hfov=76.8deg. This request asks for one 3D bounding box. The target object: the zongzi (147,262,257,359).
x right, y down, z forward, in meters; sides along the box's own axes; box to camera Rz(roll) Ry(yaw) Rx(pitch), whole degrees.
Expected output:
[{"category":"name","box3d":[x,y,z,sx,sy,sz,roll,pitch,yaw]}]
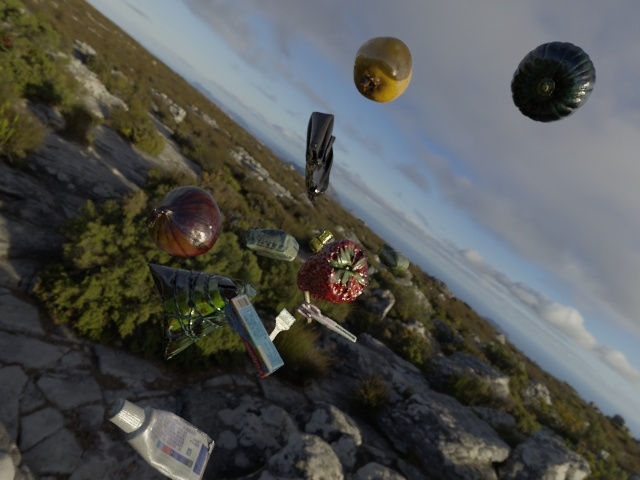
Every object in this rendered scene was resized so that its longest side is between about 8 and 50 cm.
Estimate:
[{"category":"zongzi","box3d":[-0.470,0.186,1.504,0.362,0.384,0.319,60,-6,12]}]

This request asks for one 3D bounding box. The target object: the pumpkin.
[{"category":"pumpkin","box3d":[0.602,-0.409,1.055,0.202,0.202,0.140,40,52,17]}]

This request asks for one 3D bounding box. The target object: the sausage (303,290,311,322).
[{"category":"sausage","box3d":[-0.050,0.259,1.573,0.024,0.132,0.024,-6,13,1]}]

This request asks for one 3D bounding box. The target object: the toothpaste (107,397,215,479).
[{"category":"toothpaste","box3d":[-0.325,0.413,0.843,0.069,0.099,0.282,12,-36,46]}]

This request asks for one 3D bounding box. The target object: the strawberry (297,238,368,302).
[{"category":"strawberry","box3d":[0.054,0.132,1.687,0.261,0.261,0.258,34,-27,-23]}]

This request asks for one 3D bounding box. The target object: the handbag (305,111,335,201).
[{"category":"handbag","box3d":[-0.009,-0.324,1.589,0.114,0.285,0.256,9,51,2]}]

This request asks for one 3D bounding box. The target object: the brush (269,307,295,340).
[{"category":"brush","box3d":[-0.183,0.370,1.594,0.011,0.205,0.083,10,-35,51]}]

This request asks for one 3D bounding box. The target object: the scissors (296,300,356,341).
[{"category":"scissors","box3d":[0.018,0.214,1.054,0.176,0.022,0.085,33,-33,-3]}]

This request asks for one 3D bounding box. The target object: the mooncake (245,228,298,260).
[{"category":"mooncake","box3d":[-0.240,0.017,2.112,0.255,0.136,0.250,12,-10,13]}]

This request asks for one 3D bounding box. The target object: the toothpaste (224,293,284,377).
[{"category":"toothpaste","box3d":[-0.163,0.230,0.965,0.044,0.070,0.193,-18,69,-42]}]

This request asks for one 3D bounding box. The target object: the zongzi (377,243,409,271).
[{"category":"zongzi","box3d":[0.211,0.065,1.072,0.104,0.052,0.113,28,11,-27]}]

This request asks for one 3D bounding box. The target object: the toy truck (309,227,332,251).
[{"category":"toy truck","box3d":[0.000,0.000,1.397,0.049,0.083,0.054,46,-10,4]}]

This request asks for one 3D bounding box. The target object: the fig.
[{"category":"fig","box3d":[-0.434,-0.061,1.297,0.235,0.235,0.214,40,-31,17]}]

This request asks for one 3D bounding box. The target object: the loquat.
[{"category":"loquat","box3d":[0.205,-0.569,1.343,0.208,0.208,0.208,37,9,-6]}]
